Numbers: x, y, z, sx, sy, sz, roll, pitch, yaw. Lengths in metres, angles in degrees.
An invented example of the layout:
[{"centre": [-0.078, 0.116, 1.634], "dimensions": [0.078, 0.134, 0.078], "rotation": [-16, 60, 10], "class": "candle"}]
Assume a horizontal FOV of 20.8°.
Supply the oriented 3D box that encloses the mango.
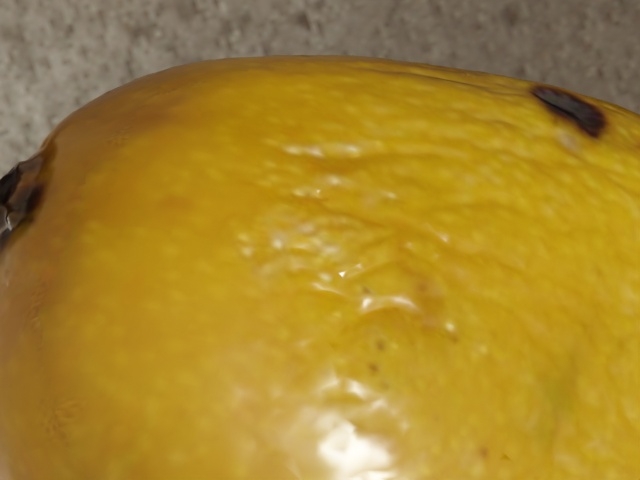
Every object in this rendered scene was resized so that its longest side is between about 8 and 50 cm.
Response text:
[{"centre": [0.051, 0.052, 0.431], "dimensions": [0.120, 0.295, 0.177], "rotation": [-26, 50, 56], "class": "mango"}]
